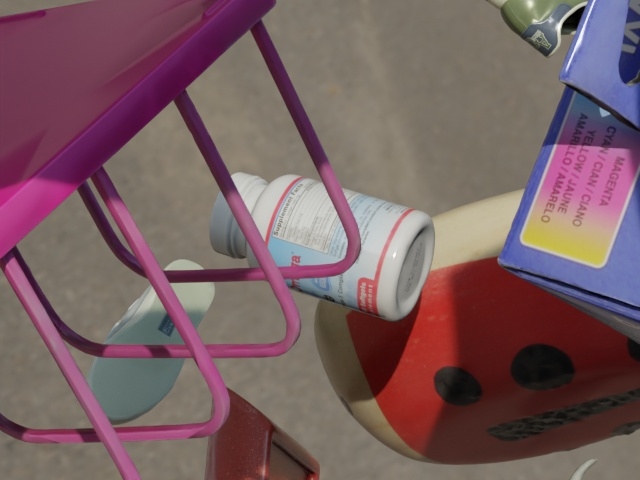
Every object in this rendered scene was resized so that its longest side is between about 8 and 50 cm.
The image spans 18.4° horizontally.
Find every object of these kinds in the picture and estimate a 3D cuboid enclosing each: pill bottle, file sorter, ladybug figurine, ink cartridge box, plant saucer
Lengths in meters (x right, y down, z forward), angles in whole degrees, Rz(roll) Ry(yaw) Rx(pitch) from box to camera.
[{"bbox_3d":[0.000,0.000,1.506,0.087,0.160,0.087,-51,150,-45],"label":"pill bottle"},{"bbox_3d":[-0.143,0.027,0.968,0.291,0.202,0.182,-47,122,-40],"label":"file sorter"},{"bbox_3d":[0.194,0.081,1.703,0.305,0.449,0.162,27,51,-42],"label":"ladybug figurine"},{"bbox_3d":[0.246,-0.058,1.029,0.395,0.151,0.270,28,83,-60],"label":"ink cartridge box"},{"bbox_3d":[-0.049,0.271,1.670,0.259,0.047,0.258,56,37,-71],"label":"plant saucer"}]

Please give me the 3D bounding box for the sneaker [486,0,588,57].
[{"bbox_3d":[0.235,-0.218,1.749,0.192,0.064,0.086,-28,76,-36],"label":"sneaker"}]

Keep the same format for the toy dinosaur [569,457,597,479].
[{"bbox_3d":[0.108,0.259,1.025,0.121,0.160,0.313,28,29,-29],"label":"toy dinosaur"}]

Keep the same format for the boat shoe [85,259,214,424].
[{"bbox_3d":[-0.178,0.113,1.976,0.079,0.081,0.227,37,44,-6],"label":"boat shoe"}]
